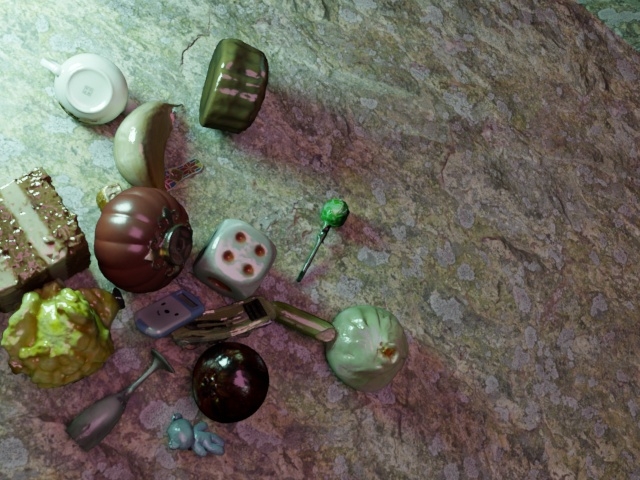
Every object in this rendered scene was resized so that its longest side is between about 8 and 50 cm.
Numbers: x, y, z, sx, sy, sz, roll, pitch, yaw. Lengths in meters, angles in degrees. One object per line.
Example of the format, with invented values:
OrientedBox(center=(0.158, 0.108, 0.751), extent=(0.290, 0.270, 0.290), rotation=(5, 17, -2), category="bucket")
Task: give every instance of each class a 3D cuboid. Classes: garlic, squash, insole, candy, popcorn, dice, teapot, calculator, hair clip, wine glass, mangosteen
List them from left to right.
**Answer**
OrientedBox(center=(-0.659, 0.226, 1.531), extent=(0.237, 0.293, 0.292), rotation=(-15, 84, 3), category="popcorn")
OrientedBox(center=(-0.687, -0.456, 1.797), extent=(0.298, 0.139, 0.204), rotation=(34, 99, -17), category="teapot")
OrientedBox(center=(-0.608, 0.377, 1.669), extent=(0.264, 0.096, 0.309), rotation=(48, 64, -3), category="wine glass")
OrientedBox(center=(-0.531, -0.316, 1.854), extent=(0.196, 0.151, 0.338), rotation=(32, 57, -53), category="garlic")
OrientedBox(center=(-0.437, 0.211, 1.765), extent=(0.121, 0.039, 0.210), rotation=(34, 45, 31), category="calculator")
OrientedBox(center=(-0.456, -0.206, 1.917), extent=(0.193, 0.006, 0.065), rotation=(-34, 94, -27), category="insole")
OrientedBox(center=(-0.298, 0.260, 1.836), extent=(0.322, 0.138, 0.091), rotation=(-10, 126, -26), category="hair clip")
OrientedBox(center=(-0.261, 0.059, 1.842), extent=(0.193, 0.194, 0.191), rotation=(33, 68, -13), category="dice")
OrientedBox(center=(-0.242, 0.412, 1.772), extent=(0.261, 0.236, 0.235), rotation=(8, 72, -59), category="mangosteen")
OrientedBox(center=(-0.060, 0.259, 1.935), extent=(0.239, 0.069, 0.069), rotation=(24, 68, -1), category="squash")
OrientedBox(center=(-0.002, -0.001, 2.049), extent=(0.097, 0.097, 0.323), rotation=(33, 74, -15), category="candy")

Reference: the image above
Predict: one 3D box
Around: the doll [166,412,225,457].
OrientedBox(center=(-0.364, 0.578, 1.749), extent=(0.180, 0.075, 0.120), rotation=(36, 23, -27), category="doll")

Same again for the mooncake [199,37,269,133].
OrientedBox(center=(-0.276, -0.483, 1.913), extent=(0.162, 0.290, 0.290), rotation=(14, 73, -22), category="mooncake")

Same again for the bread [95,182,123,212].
OrientedBox(center=(-0.616, -0.118, 1.787), extent=(0.077, 0.070, 0.083), rotation=(-24, 86, -28), category="bread")

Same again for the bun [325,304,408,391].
OrientedBox(center=(0.171, 0.349, 1.979), extent=(0.294, 0.187, 0.292), rotation=(5, 76, -21), category="bun")

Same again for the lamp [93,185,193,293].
OrientedBox(center=(-0.496, -0.001, 1.700), extent=(0.257, 0.303, 0.302), rotation=(8, 69, 21), category="lamp")

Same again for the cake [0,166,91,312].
OrientedBox(center=(-0.779, 0.008, 1.574), extent=(0.290, 0.282, 0.255), rotation=(-32, 86, -23), category="cake")
